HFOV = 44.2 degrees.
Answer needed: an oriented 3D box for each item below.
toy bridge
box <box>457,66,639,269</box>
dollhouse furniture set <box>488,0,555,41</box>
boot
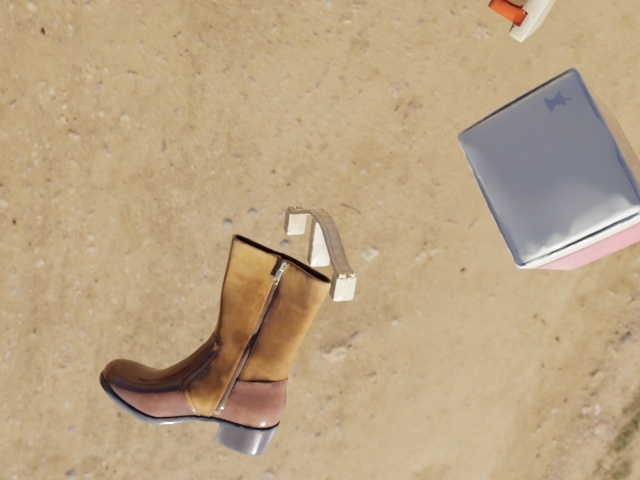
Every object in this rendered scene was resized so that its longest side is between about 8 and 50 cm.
[{"bbox_3d":[0.000,0.000,0.928,0.026,0.188,0.063,-2,117,-22],"label":"toy bridge"},{"bbox_3d":[0.256,-0.059,0.806,0.126,0.149,0.232,-28,164,25],"label":"box"},{"bbox_3d":[0.042,-0.238,0.428,0.259,0.262,0.135,35,122,8],"label":"dollhouse furniture set"},{"bbox_3d":[-0.149,0.126,1.062,0.264,0.096,0.280,21,108,11],"label":"boot"}]
